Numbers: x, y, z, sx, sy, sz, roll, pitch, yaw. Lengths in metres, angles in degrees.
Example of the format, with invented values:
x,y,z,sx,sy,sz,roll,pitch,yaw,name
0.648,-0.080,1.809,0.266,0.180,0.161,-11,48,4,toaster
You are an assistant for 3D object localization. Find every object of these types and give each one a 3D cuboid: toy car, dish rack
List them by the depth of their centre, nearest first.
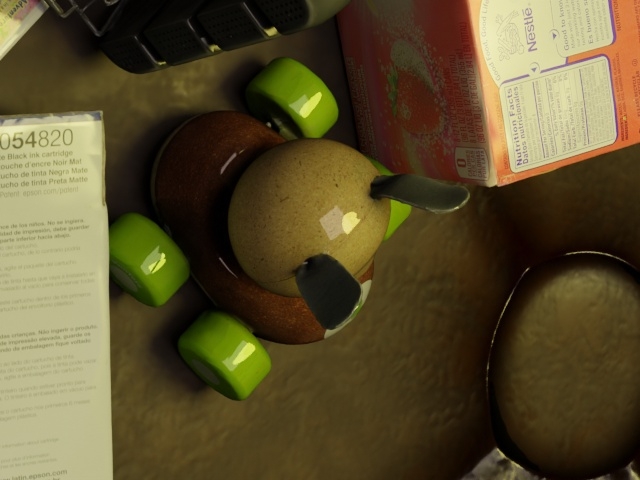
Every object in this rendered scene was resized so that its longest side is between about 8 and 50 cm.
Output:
x,y,z,sx,sy,sz,roll,pitch,yaw,name
-0.106,-0.200,0.947,0.271,0.208,0.074,52,58,-21,dish rack
0.000,0.000,1.045,0.155,0.188,0.149,-48,117,-18,toy car

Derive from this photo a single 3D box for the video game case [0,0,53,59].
x,y,z,sx,sy,sz,roll,pitch,yaw,name
-0.229,-0.122,0.990,0.157,0.019,0.143,-51,118,-17,video game case

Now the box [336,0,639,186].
x,y,z,sx,sy,sz,roll,pitch,yaw,name
0.093,-0.194,1.106,0.154,0.142,0.300,-18,105,-29,box

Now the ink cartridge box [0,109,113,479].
x,y,z,sx,sy,sz,roll,pitch,yaw,name
-0.214,0.047,1.000,0.223,0.045,0.224,-5,101,-30,ink cartridge box
